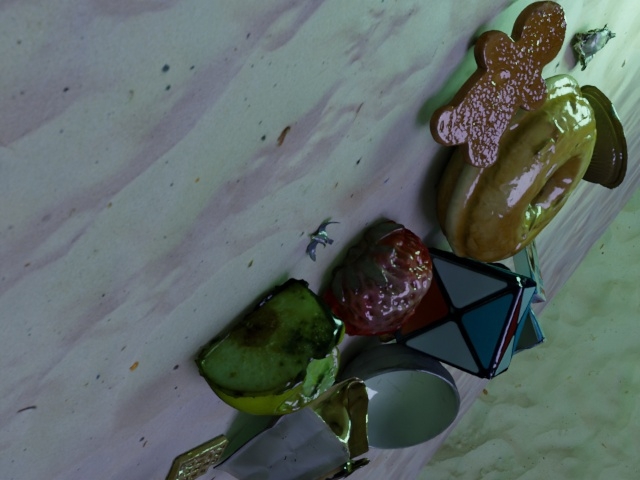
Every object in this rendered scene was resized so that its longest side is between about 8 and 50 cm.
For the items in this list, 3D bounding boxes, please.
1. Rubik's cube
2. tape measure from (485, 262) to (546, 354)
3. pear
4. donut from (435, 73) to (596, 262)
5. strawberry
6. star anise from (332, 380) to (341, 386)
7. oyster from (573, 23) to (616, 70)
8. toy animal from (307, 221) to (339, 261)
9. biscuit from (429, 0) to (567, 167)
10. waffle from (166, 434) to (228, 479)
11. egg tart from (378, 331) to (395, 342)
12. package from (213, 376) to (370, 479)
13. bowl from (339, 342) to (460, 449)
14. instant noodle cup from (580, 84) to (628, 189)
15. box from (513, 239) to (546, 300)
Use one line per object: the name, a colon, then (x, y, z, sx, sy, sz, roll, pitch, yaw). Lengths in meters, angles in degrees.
Rubik's cube: (0.351, 0.168, 1.687, 0.248, 0.246, 0.250, 5, 103, -66)
tape measure: (0.477, 0.219, 2.003, 0.262, 0.259, 0.138, -33, 158, 25)
pear: (-0.074, 0.230, 1.246, 0.238, 0.164, 0.255, -41, 155, -22)
donut: (0.421, -0.149, 1.518, 0.449, 0.198, 0.448, -36, 148, -27)
strawberry: (0.136, 0.114, 1.447, 0.265, 0.149, 0.336, -48, 155, -11)
star anise: (-0.001, 0.394, 1.640, 0.181, 0.061, 0.204, 11, 124, -18)
oyster: (0.631, -0.455, 1.625, 0.108, 0.053, 0.166, -38, 165, 16)
toy animal: (0.001, 0.000, 1.213, 0.084, 0.028, 0.050, -58, 162, 11)
biscuit: (0.332, -0.289, 1.276, 0.205, 0.049, 0.324, 29, 97, -37)
waffle: (-0.246, 0.441, 1.397, 0.135, 0.021, 0.092, -9, 131, -53)
egg tart: (0.182, 0.195, 1.738, 0.130, 0.052, 0.130, -37, 149, -26)
package: (-0.036, 0.442, 1.464, 0.311, 0.165, 0.221, -40, 162, 31)
bowl: (0.181, 0.373, 1.763, 0.307, 0.163, 0.307, -3, 125, -4)
instant noodle cup: (0.659, -0.246, 1.772, 0.091, 0.274, 0.274, -18, 149, -3)
box: (0.576, 0.033, 1.981, 0.048, 0.264, 0.273, -11, 166, 21)
